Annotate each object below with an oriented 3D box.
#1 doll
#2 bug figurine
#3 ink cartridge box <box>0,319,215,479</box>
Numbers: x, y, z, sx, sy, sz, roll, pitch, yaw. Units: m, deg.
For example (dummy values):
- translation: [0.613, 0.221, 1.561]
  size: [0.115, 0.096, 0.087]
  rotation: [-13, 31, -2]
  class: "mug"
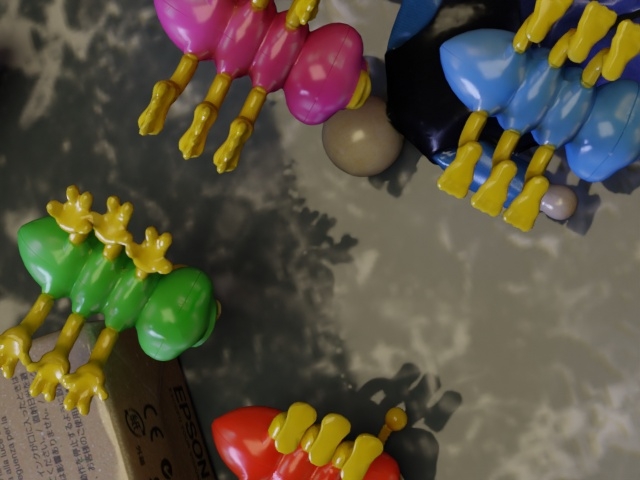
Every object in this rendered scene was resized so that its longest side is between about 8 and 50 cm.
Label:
- translation: [0.087, -0.071, 0.561]
  size: [0.189, 0.046, 0.129]
  rotation: [-20, 85, 16]
  class: "doll"
- translation: [0.000, 0.000, 0.528]
  size: [0.216, 0.072, 0.279]
  rotation: [29, 109, -8]
  class: "bug figurine"
- translation: [-0.136, 0.174, 0.608]
  size: [0.193, 0.088, 0.234]
  rotation: [-19, 83, 18]
  class: "ink cartridge box"
